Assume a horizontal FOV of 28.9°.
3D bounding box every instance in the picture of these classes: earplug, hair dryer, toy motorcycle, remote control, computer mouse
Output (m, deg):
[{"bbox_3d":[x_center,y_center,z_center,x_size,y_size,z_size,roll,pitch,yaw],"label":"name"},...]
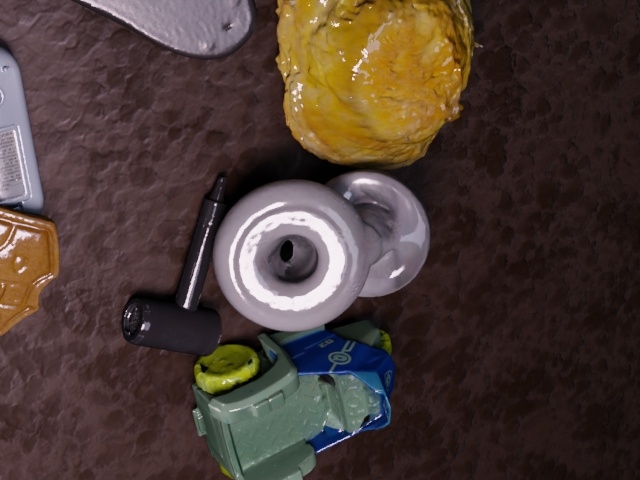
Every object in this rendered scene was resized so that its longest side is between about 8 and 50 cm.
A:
[{"bbox_3d":[0.007,0.003,1.722,0.325,0.175,0.214,-15,110,-30],"label":"earplug"},{"bbox_3d":[-0.183,0.030,1.697,0.128,0.070,0.255,11,97,-35],"label":"hair dryer"},{"bbox_3d":[-0.010,0.227,1.803,0.326,0.200,0.191,-24,121,-21],"label":"toy motorcycle"},{"bbox_3d":[-0.389,-0.120,1.495,0.087,0.047,0.244,-16,118,-22],"label":"remote control"},{"bbox_3d":[-0.204,-0.316,1.506,0.270,0.086,0.137,26,100,-29],"label":"computer mouse"}]

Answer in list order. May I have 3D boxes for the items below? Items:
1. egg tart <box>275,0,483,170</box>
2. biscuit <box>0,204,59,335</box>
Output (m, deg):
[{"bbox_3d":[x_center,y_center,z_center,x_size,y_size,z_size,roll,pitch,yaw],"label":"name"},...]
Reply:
[{"bbox_3d":[0.103,-0.250,1.700,0.339,0.153,0.351,-10,118,-34],"label":"egg tart"},{"bbox_3d":[-0.423,0.048,1.523,0.182,0.034,0.215,18,114,-27],"label":"biscuit"}]
